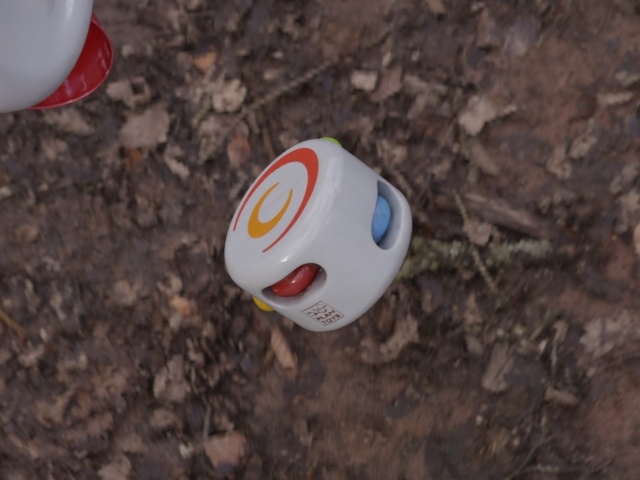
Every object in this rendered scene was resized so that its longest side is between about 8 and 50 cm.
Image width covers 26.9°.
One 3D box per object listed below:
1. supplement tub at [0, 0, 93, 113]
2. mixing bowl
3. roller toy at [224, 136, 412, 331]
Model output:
[{"bbox_3d":[-0.366,-0.209,1.029,0.324,0.235,0.235,0,65,22],"label":"supplement tub"},{"bbox_3d":[-0.343,-0.253,1.609,0.181,0.181,0.098,-9,57,-4],"label":"mixing bowl"},{"bbox_3d":[0.000,0.000,1.497,0.146,0.191,0.209,35,90,-27],"label":"roller toy"}]
